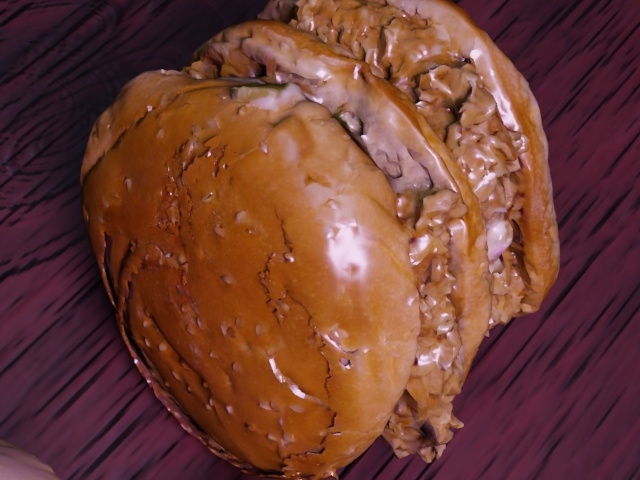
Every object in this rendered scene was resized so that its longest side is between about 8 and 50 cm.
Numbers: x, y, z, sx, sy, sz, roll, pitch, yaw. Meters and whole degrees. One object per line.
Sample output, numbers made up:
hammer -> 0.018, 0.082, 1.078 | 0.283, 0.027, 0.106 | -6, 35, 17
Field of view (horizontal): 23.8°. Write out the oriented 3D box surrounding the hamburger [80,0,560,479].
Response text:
hamburger -> 0.009, -0.006, 0.813 | 0.211, 0.245, 0.260 | -32, 89, -31

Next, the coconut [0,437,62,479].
coconut -> -0.223, 0.188, 0.530 | 0.352, 0.352, 0.353 | 7, 57, -11
